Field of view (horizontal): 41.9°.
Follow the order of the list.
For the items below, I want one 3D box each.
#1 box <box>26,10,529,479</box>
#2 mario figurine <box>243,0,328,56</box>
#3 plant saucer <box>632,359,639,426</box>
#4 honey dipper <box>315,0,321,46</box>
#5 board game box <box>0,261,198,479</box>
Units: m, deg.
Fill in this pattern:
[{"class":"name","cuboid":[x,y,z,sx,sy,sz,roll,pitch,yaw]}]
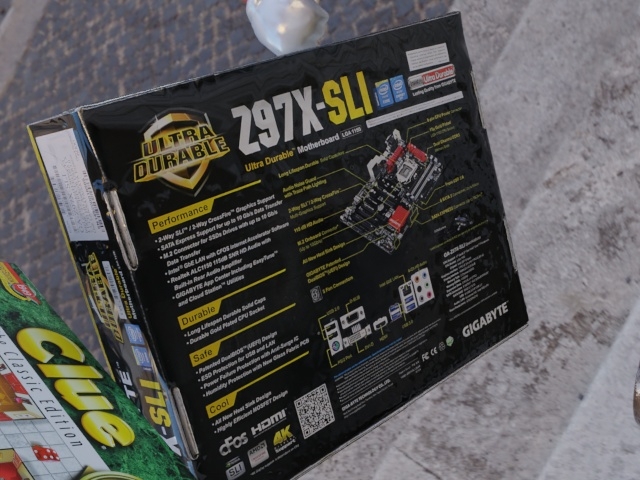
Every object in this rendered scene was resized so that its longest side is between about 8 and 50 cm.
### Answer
[{"class":"box","cuboid":[0.000,0.000,0.578,0.079,0.322,0.257,-3,107,51]},{"class":"mario figurine","cuboid":[-0.014,-0.260,0.691,0.198,0.170,0.320,-34,28,-26]},{"class":"plant saucer","cuboid":[0.319,0.087,0.733,0.029,0.168,0.168,19,84,11]},{"class":"honey dipper","cuboid":[-0.007,-0.336,1.224,0.030,0.030,0.161,-4,68,31]},{"class":"board game box","cuboid":[-0.154,0.082,0.407,0.259,0.136,0.030,38,103,33]}]
